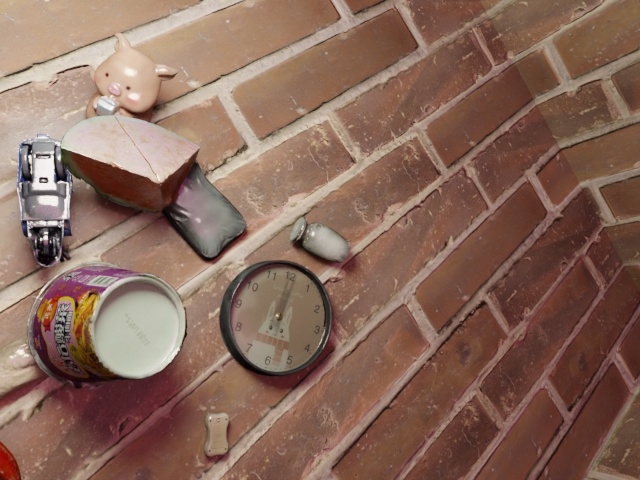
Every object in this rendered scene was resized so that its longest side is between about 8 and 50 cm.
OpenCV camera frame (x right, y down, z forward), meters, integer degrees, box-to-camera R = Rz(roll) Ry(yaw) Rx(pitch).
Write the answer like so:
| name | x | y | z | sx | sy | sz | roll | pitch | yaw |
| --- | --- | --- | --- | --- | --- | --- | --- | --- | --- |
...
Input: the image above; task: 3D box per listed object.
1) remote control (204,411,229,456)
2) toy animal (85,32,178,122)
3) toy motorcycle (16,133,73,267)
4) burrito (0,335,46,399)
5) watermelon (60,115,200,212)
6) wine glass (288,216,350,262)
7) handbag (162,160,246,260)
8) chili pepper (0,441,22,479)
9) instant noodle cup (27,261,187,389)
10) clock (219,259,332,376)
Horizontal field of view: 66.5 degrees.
| name | x | y | z | sx | sy | sz | roll | pitch | yaw |
| --- | --- | --- | --- | --- | --- | --- | --- | --- | --- |
| remote control | -0.311 | 0.581 | 1.466 | 0.074 | 0.032 | 0.122 | 6 | 77 | -28 |
| toy animal | -0.565 | -0.415 | 1.394 | 0.195 | 0.256 | 0.213 | 35 | 50 | -11 |
| toy motorcycle | -0.712 | -0.101 | 1.279 | 0.125 | 0.212 | 0.358 | -2 | 79 | -23 |
| burrito | -0.784 | 0.327 | 1.232 | 0.392 | 0.076 | 0.117 | -31 | 102 | -27 |
| watermelon | -0.524 | -0.183 | 1.333 | 0.292 | 0.222 | 0.319 | 22 | 31 | -15 |
| wine glass | 0.000 | 0.000 | 1.698 | 0.204 | 0.111 | 0.111 | 26 | 70 | -19 |
| handbag | -0.390 | -0.108 | 1.532 | 0.191 | 0.075 | 0.332 | -45 | 106 | -24 |
| chili pepper | -0.814 | 0.507 | 1.179 | 0.071 | 0.063 | 0.272 | -43 | 117 | -17 |
| instant noodle cup | -0.512 | 0.216 | 1.238 | 0.340 | 0.266 | 0.340 | 8 | 79 | -50 |
| clock | -0.136 | 0.250 | 1.597 | 0.386 | 0.076 | 0.386 | 5 | 79 | -28 |
